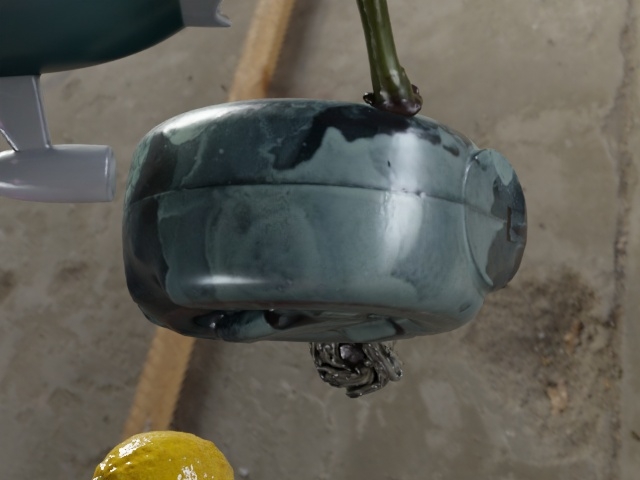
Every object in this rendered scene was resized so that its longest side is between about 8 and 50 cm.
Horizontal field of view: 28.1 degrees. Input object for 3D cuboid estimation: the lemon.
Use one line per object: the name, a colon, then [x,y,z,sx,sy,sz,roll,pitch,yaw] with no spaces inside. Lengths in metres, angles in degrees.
lemon: [-0.149,0.237,1.206,0.114,0.155,0.114,-15,71,51]

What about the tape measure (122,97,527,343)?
tape measure: [0.000,0.000,0.889,0.256,0.275,0.147,-20,66,60]

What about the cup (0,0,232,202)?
cup: [-0.135,-0.167,0.684,0.173,0.299,0.167,-1,14,-1]

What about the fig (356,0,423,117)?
fig: [0.002,-0.193,0.612,0.151,0.151,0.259,1,83,32]

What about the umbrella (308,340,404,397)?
umbrella: [0.061,0.074,1.561,0.106,0.113,0.357,-35,12,24]
